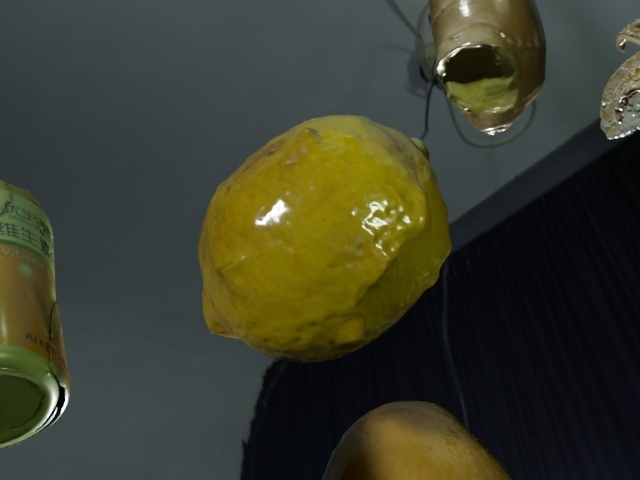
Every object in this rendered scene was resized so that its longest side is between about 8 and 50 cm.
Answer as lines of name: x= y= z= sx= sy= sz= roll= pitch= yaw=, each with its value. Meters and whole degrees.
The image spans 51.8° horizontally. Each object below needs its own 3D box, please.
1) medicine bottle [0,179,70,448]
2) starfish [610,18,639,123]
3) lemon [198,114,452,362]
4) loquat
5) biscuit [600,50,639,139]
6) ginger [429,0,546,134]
medicine bottle: x=-0.282 y=0.046 z=0.554 sx=0.124 sy=0.238 sz=0.124 roll=-15 pitch=139 yaw=-13
starfish: x=0.484 y=-0.243 z=0.895 sx=0.071 sy=0.238 sz=0.216 roll=19 pitch=118 yaw=-31
lemon: x=0.000 y=0.000 z=0.672 sx=0.288 sy=0.233 sz=0.233 roll=-41 pitch=134 yaw=-4
loquat: x=0.130 y=0.338 z=0.844 sx=0.263 sy=0.263 sz=0.263 roll=-2 pitch=139 yaw=-2
biscuit: x=0.703 y=-0.305 z=1.394 sx=0.040 sy=0.188 sz=0.265 roll=-30 pitch=166 yaw=-38
ginger: x=0.121 y=-0.232 z=0.549 sx=0.086 sy=0.294 sz=0.131 roll=-21 pitch=168 yaw=41
